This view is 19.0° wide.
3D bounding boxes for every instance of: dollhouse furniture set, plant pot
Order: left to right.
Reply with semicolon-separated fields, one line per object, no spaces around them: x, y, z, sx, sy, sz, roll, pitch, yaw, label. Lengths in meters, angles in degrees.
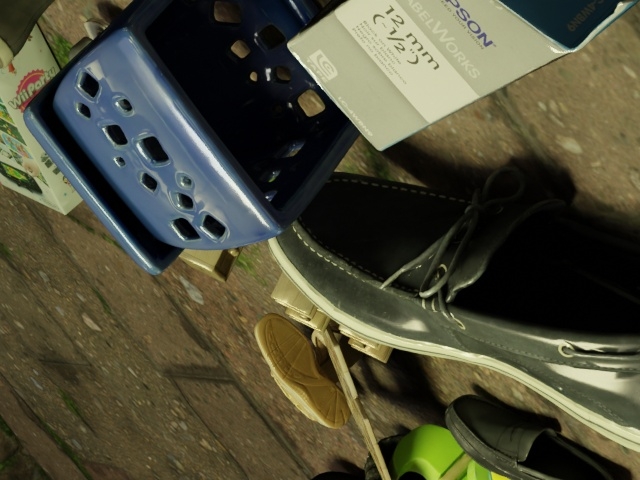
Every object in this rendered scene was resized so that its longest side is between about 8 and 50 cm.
-0.121;-0.122;1.783;0.212;0.236;0.236;-26;108;41;plant pot
0.000;0.000;1.976;0.242;0.161;0.212;25;175;8;dollhouse furniture set

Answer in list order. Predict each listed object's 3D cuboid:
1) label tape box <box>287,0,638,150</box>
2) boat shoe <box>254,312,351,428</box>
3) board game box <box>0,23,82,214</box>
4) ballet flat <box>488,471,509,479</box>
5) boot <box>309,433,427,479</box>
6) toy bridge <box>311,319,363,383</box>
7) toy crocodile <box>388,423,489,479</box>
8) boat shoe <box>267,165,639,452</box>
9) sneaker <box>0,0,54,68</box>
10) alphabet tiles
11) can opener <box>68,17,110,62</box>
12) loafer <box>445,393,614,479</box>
0.152;-0.206;1.240;0.115;0.249;0.347;48;157;-6;label tape box
-0.032;0.161;2.328;0.170;0.063;0.059;55;152;-15;boat shoe
-0.412;-0.198;2.408;0.224;0.097;0.303;22;147;43;board game box
0.288;0.308;2.099;0.231;0.077;0.077;45;136;-5;ballet flat
0.074;0.337;2.412;0.348;0.131;0.260;37;150;42;boot
0.021;0.123;2.285;0.063;0.026;0.188;45;158;5;toy bridge
0.223;0.337;2.195;0.340;0.105;0.115;46;157;0;toy crocodile
0.159;0.028;1.716;0.500;0.187;0.156;25;143;33;boat shoe
-0.413;-0.294;2.207;0.222;0.118;0.083;33;158;12;sneaker
0.034;0.171;2.178;0.198;0.009;0.237;-116;4;-53;alphabet tiles
-0.216;-0.132;2.181;0.076;0.095;0.283;27;150;39;can opener
0.229;0.225;2.054;0.223;0.076;0.078;34;140;29;loafer
